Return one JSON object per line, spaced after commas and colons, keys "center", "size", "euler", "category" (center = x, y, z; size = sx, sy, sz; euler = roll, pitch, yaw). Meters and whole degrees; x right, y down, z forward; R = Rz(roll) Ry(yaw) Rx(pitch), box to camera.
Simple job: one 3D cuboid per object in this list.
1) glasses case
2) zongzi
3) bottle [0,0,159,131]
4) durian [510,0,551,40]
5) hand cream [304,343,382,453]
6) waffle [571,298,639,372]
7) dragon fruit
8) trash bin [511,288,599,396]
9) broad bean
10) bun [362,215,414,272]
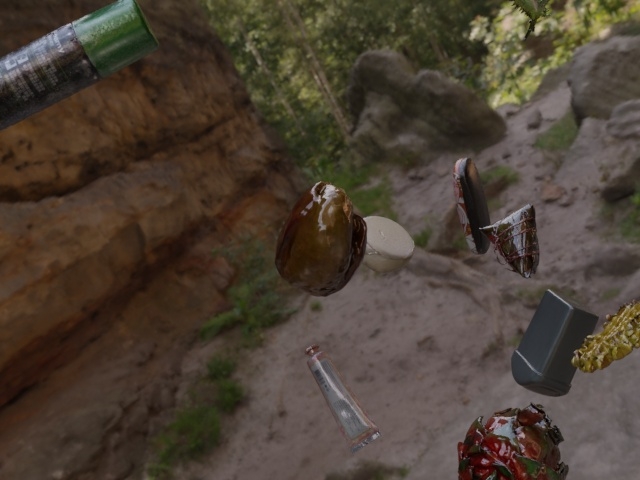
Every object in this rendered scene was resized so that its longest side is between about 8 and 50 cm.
{"center": [0.398, -0.087, 2.004], "size": [0.067, 0.267, 0.103], "euler": [-3, 27, 30], "category": "glasses case"}
{"center": [0.221, 0.014, 0.840], "size": [0.067, 0.083, 0.073], "euler": [-26, 12, 21], "category": "zongzi"}
{"center": [-0.401, -0.247, 1.121], "size": [0.330, 0.093, 0.093], "euler": [-28, 17, -2], "category": "bottle"}
{"center": [0.356, -0.436, 1.248], "size": [0.086, 0.100, 0.215], "euler": [-36, -21, -39], "category": "durian"}
{"center": [0.034, 0.288, 1.431], "size": [0.067, 0.210, 0.043], "euler": [-32, -20, 3], "category": "hand cream"}
{"center": [0.535, 0.149, 1.324], "size": [0.231, 0.051, 0.228], "euler": [-39, -8, 4], "category": "waffle"}
{"center": [0.317, 0.365, 1.260], "size": [0.188, 0.182, 0.182], "euler": [-18, 17, -2], "category": "dragon fruit"}
{"center": [0.545, 0.249, 1.803], "size": [0.177, 0.101, 0.236], "euler": [-104, 35, -78], "category": "trash bin"}
{"center": [0.003, -0.001, 1.103], "size": [0.228, 0.122, 0.156], "euler": [137, 153, -70], "category": "broad bean"}
{"center": [0.122, 0.020, 1.606], "size": [0.138, 0.138, 0.094], "euler": [-51, -9, -51], "category": "bun"}
